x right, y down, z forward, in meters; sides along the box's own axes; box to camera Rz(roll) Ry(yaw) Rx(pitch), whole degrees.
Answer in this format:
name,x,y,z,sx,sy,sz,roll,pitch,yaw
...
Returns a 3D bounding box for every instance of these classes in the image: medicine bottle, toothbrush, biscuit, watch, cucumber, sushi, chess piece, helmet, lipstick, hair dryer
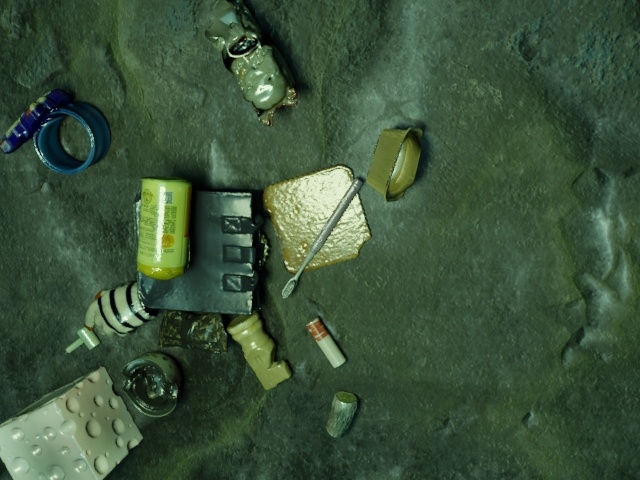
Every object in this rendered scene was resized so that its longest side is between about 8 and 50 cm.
name,x,y,z,sx,sy,sz,roll,pitch,yaw
medicine bottle,-0.360,-0.027,1.640,0.124,0.124,0.239,7,100,13
toothbrush,0.000,0.000,1.705,0.024,0.029,0.354,31,107,-8
biscuit,-0.007,-0.049,1.719,0.236,0.013,0.232,-15,97,17
watch,-0.643,-0.259,1.774,0.200,0.171,0.196,44,121,-9
cucumber,0.052,0.439,1.784,0.064,0.064,0.112,19,108,10
sushi,-0.162,-0.421,1.620,0.124,0.130,0.332,-33,91,18
chess piece,-0.152,0.280,1.797,0.090,0.090,0.201,-25,101,18
helmet,-0.434,0.364,1.872,0.152,0.107,0.177,8,122,10
lipstick,0.013,0.252,1.763,0.038,0.038,0.131,-32,93,18
hair dryer,-0.663,0.287,1.951,0.124,0.038,0.063,-35,91,24

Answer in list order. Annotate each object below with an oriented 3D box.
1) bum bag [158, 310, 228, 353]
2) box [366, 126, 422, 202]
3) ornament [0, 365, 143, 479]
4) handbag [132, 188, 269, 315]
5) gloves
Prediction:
name,x,y,z,sx,sy,sz,roll,pitch,yaw
bum bag,-0.328,0.230,1.817,0.247,0.069,0.102,-1,104,31
box,0.174,-0.174,1.601,0.111,0.111,0.177,19,106,10
ornament,-0.671,0.521,1.892,0.239,0.240,0.240,-25,95,18
handbag,-0.285,0.022,1.749,0.329,0.122,0.304,2,99,14
gloves,-0.532,0.189,1.847,0.218,0.131,0.140,-23,93,11
